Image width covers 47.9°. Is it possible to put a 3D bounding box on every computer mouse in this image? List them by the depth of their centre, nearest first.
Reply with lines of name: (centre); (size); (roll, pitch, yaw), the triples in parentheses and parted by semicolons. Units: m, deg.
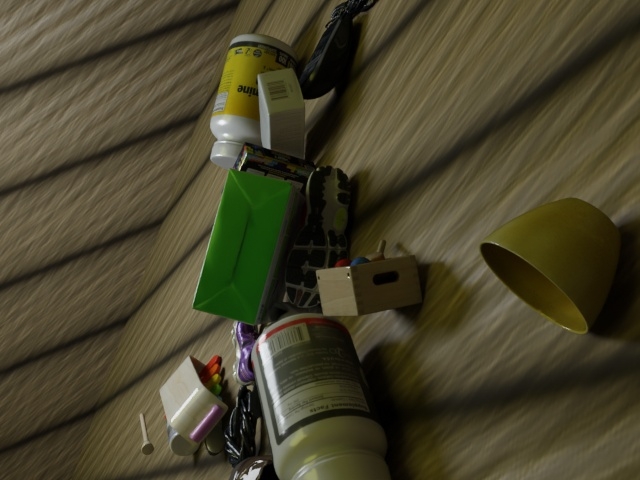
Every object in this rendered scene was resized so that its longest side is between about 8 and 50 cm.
computer mouse: (0.035, -0.418, 1.592); (0.272, 0.072, 0.188); (-63, 18, -9)

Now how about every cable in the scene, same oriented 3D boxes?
cable: (-0.169, 0.400, 1.505); (0.150, 0.047, 0.184); (-55, 29, 38)

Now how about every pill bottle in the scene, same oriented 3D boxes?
pill bottle: (0.001, 0.256, 1.032); (0.161, 0.161, 0.283); (-59, 33, 32)
pill bottle: (-0.354, 0.482, 1.847); (0.078, 0.078, 0.137); (-68, 22, 13)
pill bottle: (-0.180, -0.352, 1.889); (0.188, 0.188, 0.333); (-11, 65, 66)

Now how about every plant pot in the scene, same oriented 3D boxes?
plant pot: (0.241, 0.014, 0.720); (0.095, 0.134, 0.134); (-46, 21, -7)

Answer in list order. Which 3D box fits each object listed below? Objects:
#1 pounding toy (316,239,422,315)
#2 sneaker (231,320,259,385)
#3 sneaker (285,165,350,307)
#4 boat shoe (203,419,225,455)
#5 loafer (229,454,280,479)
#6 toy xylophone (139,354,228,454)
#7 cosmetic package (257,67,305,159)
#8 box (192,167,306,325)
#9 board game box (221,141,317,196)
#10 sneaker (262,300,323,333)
pounding toy: (0.077, 0.052, 1.074); (0.130, 0.141, 0.100); (-12, 88, 63)
sneaker: (-0.148, 0.233, 1.582); (0.071, 0.068, 0.169); (-30, 54, 39)
sneaker: (0.000, 0.000, 1.360); (0.118, 0.107, 0.278); (119, 166, -72)
boat shoe: (-0.250, 0.451, 1.659); (0.043, 0.049, 0.137); (-58, 21, 16)
loafer: (-0.102, 0.505, 1.150); (0.130, 0.134, 0.365); (-52, 30, 43)
toy xylophone: (-0.332, 0.396, 1.742); (0.236, 0.081, 0.322); (-47, 18, 3)
cosmetic package: (-0.085, -0.254, 1.587); (0.231, 0.086, 0.117); (92, 165, -62)
box: (-0.121, 0.019, 1.364); (0.231, 0.127, 0.261); (31, -107, -83)
board game box: (-0.113, -0.127, 1.585); (0.141, 0.170, 0.048); (-58, 30, 31)
sneaker: (-0.048, 0.192, 1.272); (0.090, 0.115, 0.232); (-63, 24, 24)
